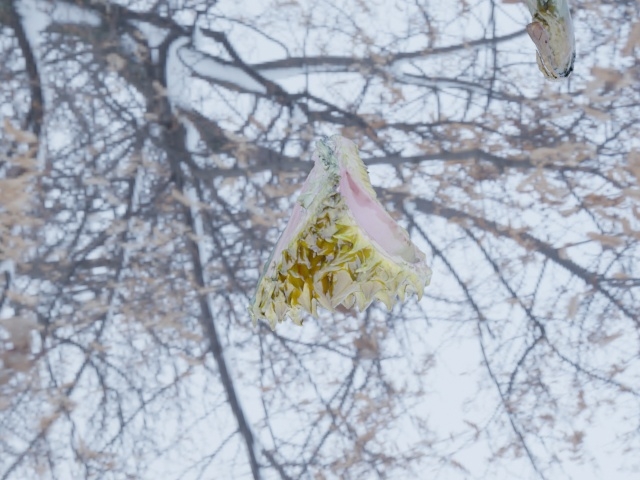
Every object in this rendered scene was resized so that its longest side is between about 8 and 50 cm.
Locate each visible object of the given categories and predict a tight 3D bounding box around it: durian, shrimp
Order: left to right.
[{"bbox_3d":[-0.006,0.010,0.953,0.195,0.185,0.305,-44,-164,10],"label":"durian"},{"bbox_3d":[0.306,-0.348,1.265,0.066,0.117,0.262,-18,-75,26],"label":"shrimp"}]
